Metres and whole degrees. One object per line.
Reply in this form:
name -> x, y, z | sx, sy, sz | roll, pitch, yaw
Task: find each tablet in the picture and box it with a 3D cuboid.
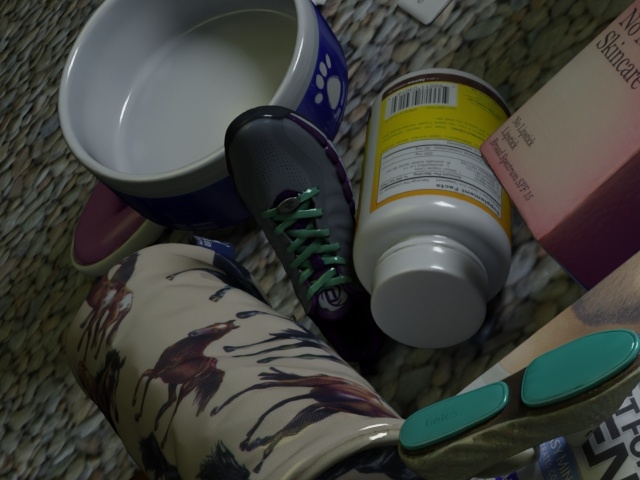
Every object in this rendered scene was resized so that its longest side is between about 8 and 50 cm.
tablet -> 0.104, -0.234, 1.721 | 0.054, 0.006, 0.083 | -48, 27, 4

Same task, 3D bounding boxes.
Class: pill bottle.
pill bottle -> 0.086, -0.024, 1.365 | 0.117, 0.117, 0.215 | -31, 33, 31

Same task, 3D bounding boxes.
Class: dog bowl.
dog bowl -> -0.111, -0.145, 1.718 | 0.265, 0.104, 0.265 | -14, 57, 22

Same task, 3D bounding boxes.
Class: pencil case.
pencil case -> -0.038, 0.129, 1.291 | 0.183, 0.160, 0.410 | -12, 23, -22

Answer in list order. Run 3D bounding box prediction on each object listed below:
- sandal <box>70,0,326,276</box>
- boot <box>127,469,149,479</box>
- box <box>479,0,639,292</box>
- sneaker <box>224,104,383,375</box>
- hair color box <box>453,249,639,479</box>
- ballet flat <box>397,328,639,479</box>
sandal -> -0.150, -0.151, 1.885 | 0.416, 0.102, 0.169 | -55, 28, -9
boot -> -0.198, 0.288, 1.427 | 0.280, 0.096, 0.264 | -32, 13, 23
box -> 0.241, -0.073, 1.188 | 0.232, 0.127, 0.148 | -44, 28, 12
sneaker -> 0.000, 0.000, 1.367 | 0.083, 0.223, 0.098 | -26, 37, 5
hair color box -> 0.238, 0.076, 1.034 | 0.339, 0.110, 0.185 | -39, 28, 16
ballet flat -> 0.121, 0.097, 1.013 | 0.168, 0.052, 0.057 | -24, 29, 31
